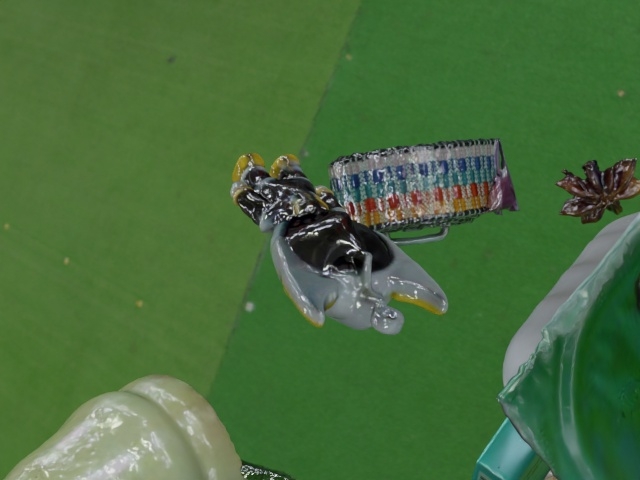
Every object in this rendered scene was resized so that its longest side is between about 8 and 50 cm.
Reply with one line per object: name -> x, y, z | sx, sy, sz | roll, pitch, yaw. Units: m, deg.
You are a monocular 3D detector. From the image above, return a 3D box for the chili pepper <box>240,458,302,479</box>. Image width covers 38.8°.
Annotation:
chili pepper -> -0.048, 0.360, 1.168 | 0.271, 0.099, 0.136 | 8, 94, 36

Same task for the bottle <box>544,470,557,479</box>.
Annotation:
bottle -> 0.381, 0.391, 1.431 | 0.099, 0.099, 0.152 | -27, 32, 29

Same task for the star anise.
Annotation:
star anise -> 0.495, -0.085, 1.595 | 0.168, 0.168, 0.057 | -28, 37, 28

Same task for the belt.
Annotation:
belt -> 0.159, -0.074, 1.515 | 0.207, 0.295, 0.160 | -8, 89, 65

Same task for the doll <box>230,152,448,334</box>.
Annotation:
doll -> -0.004, 0.001, 0.953 | 0.103, 0.146, 0.316 | -52, 43, 15

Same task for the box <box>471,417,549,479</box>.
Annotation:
box -> 0.187, 0.201, 0.836 | 0.042, 0.226, 0.161 | 32, 61, 23

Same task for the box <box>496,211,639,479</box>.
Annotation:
box -> 0.237, 0.119, 0.574 | 0.264, 0.336, 0.106 | -44, 19, -25

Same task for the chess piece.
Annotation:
chess piece -> -0.310, 0.309, 0.936 | 0.234, 0.442, 0.234 | 14, 111, 40
